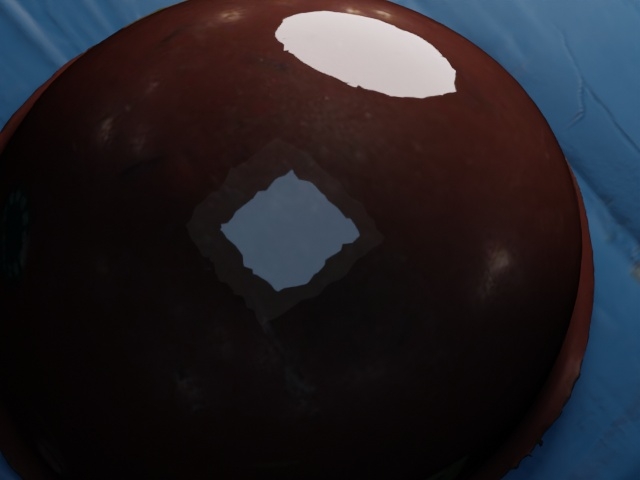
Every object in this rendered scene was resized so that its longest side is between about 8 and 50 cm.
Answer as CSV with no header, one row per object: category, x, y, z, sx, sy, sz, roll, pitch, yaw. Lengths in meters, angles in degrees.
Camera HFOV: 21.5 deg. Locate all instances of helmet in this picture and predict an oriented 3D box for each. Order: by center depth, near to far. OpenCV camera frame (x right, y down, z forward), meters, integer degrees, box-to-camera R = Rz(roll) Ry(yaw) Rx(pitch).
helmet,0.000,0.000,0.884,0.384,0.230,0.338,-9,79,-12
